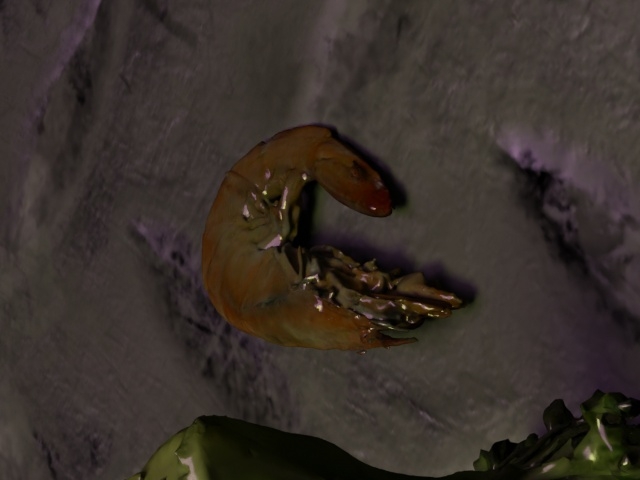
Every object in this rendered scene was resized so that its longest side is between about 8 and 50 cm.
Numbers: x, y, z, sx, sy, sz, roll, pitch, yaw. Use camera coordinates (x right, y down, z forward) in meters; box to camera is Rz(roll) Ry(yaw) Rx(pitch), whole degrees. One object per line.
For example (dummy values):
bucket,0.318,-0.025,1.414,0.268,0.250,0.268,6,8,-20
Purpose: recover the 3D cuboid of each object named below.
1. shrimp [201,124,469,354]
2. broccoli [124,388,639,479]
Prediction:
shrimp,0.003,0.001,1.057,0.236,0.053,0.133,14,82,53
broccoli,0.045,0.134,0.809,0.145,0.304,0.165,-4,72,51
